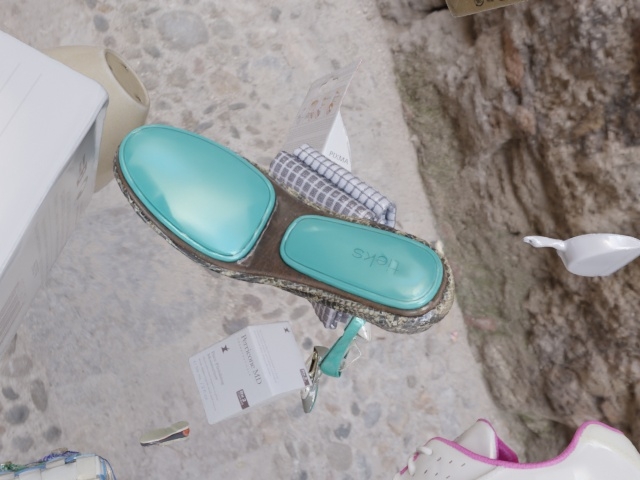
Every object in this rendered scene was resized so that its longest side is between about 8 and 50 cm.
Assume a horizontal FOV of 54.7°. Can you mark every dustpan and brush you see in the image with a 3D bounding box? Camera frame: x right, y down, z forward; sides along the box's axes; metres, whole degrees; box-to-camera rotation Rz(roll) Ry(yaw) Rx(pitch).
[{"bbox_3d":[0.497,0.019,1.205,0.211,0.147,0.060,0,64,-11],"label":"dustpan and brush"}]

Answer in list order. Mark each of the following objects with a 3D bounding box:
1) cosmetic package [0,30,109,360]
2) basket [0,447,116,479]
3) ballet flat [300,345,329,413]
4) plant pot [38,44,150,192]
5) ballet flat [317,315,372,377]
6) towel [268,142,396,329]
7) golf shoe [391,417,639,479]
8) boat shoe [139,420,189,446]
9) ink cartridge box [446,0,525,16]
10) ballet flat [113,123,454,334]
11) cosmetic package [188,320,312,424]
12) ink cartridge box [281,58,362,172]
[{"bbox_3d":[-0.475,-0.055,0.617,0.393,0.329,0.328,27,67,-15],"label":"cosmetic package"},{"bbox_3d":[-0.390,0.415,0.874,0.254,0.289,0.201,-6,54,-26],"label":"basket"},{"bbox_3d":[-0.033,0.429,1.926,0.068,0.072,0.213,21,85,-21],"label":"ballet flat"},{"bbox_3d":[-0.440,-0.257,1.179,0.190,0.284,0.284,-31,107,11],"label":"plant pot"},{"bbox_3d":[0.091,0.273,1.704,0.087,0.083,0.247,33,93,14],"label":"ballet flat"},{"bbox_3d":[0.000,0.000,1.130,0.121,0.235,0.284,-29,142,-38],"label":"towel"},{"bbox_3d":[0.071,0.196,0.408,0.115,0.306,0.140,44,40,-55],"label":"golf shoe"},{"bbox_3d":[-0.391,0.497,1.558,0.137,0.049,0.043,-8,111,-43],"label":"boat shoe"},{"bbox_3d":[0.269,-0.343,0.669,0.193,0.234,0.088,-44,119,-24],"label":"ink cartridge box"},{"bbox_3d":[-0.058,0.007,0.837,0.482,0.182,0.164,24,67,11],"label":"ballet flat"},{"bbox_3d":[-0.148,0.277,1.310,0.151,0.183,0.151,4,59,-59],"label":"cosmetic package"},{"bbox_3d":[-0.005,-0.220,1.492,0.091,0.308,0.385,25,84,-22],"label":"ink cartridge box"}]
